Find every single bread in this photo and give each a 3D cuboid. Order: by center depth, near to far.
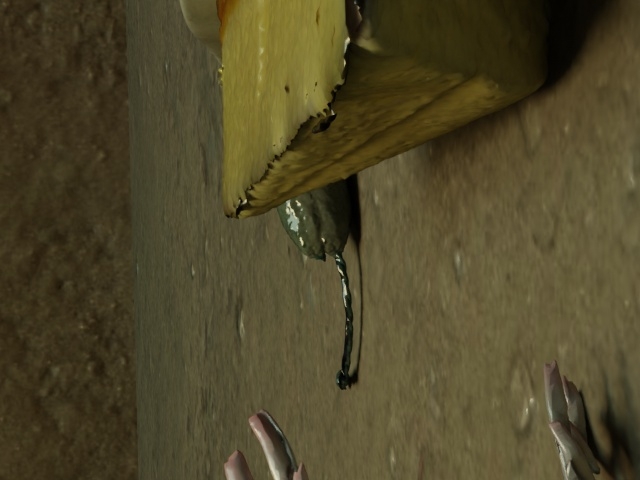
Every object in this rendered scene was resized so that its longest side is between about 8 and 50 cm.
[{"bbox_3d":[-0.027,-0.209,0.985,0.405,0.242,0.345,-14,83,43],"label":"bread"}]

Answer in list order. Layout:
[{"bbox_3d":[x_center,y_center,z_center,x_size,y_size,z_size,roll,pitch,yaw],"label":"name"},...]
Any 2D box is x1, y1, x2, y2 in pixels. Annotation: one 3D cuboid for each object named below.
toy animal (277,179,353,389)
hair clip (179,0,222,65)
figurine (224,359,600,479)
[{"bbox_3d":[0.004,0.002,1.413,0.079,0.070,0.253,-1,-106,-70],"label":"toy animal"},{"bbox_3d":[-0.034,-0.212,1.335,0.282,0.172,0.113,102,170,-73],"label":"hair clip"},{"bbox_3d":[0.105,0.200,0.798,0.316,0.206,0.284,150,111,-67],"label":"figurine"}]
